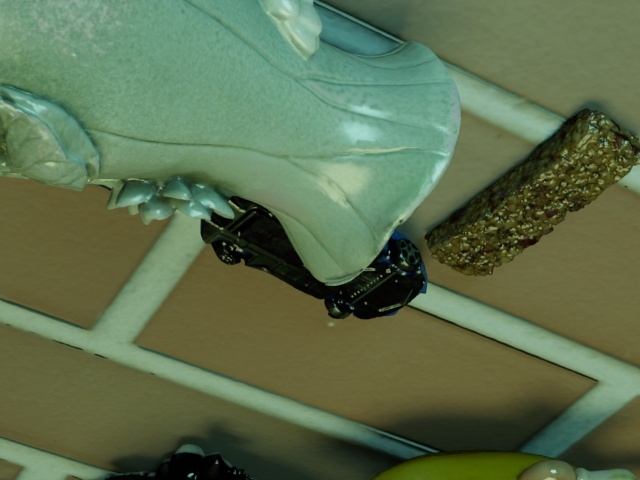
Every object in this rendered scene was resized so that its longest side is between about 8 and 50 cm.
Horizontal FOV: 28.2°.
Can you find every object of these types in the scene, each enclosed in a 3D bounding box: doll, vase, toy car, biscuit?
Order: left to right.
[{"bbox_3d":[-0.124,-0.128,0.830,0.445,0.250,0.250,24,133,-27],"label":"vase"},{"bbox_3d":[-0.161,0.266,1.362,0.219,0.067,0.091,-20,136,29],"label":"doll"},{"bbox_3d":[0.000,0.000,1.073,0.216,0.063,0.103,27,132,-32],"label":"toy car"},{"bbox_3d":[0.174,-0.035,1.048,0.064,0.034,0.199,29,131,-27],"label":"biscuit"},{"bbox_3d":[0.234,0.320,1.344,0.423,0.161,0.348,-16,138,10],"label":"doll"}]
